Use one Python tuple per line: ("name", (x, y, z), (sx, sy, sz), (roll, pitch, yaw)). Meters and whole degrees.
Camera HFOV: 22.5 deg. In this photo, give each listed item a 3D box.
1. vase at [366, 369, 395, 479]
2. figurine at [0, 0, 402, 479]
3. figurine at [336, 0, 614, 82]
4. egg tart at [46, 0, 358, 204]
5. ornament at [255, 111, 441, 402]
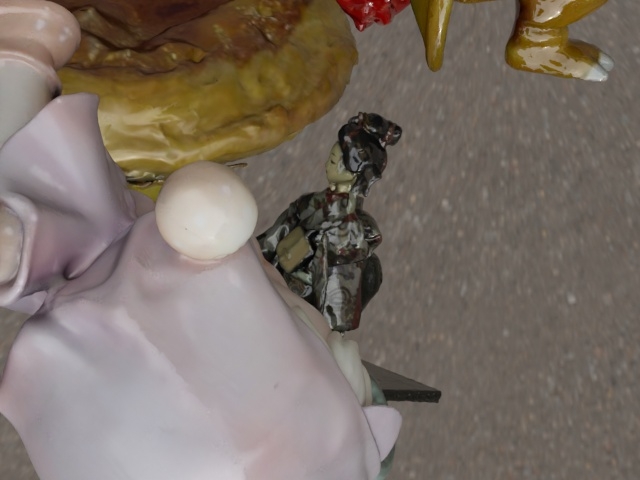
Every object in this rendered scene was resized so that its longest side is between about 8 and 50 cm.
("vase", (-0.063, 0.141, 1.050), (0.219, 0.096, 0.096), (-16, 102, 22))
("figurine", (-0.086, 0.026, 0.654), (0.133, 0.200, 0.276), (-35, 74, -28))
("figurine", (0.142, -0.308, 1.078), (0.268, 0.401, 0.387), (8, 120, -3))
("egg tart", (-0.190, -0.145, 1.253), (0.443, 0.443, 0.178), (11, 126, 3))
("ornament", (0.000, 0.000, 1.153), (0.166, 0.153, 0.196), (18, 96, 45))
